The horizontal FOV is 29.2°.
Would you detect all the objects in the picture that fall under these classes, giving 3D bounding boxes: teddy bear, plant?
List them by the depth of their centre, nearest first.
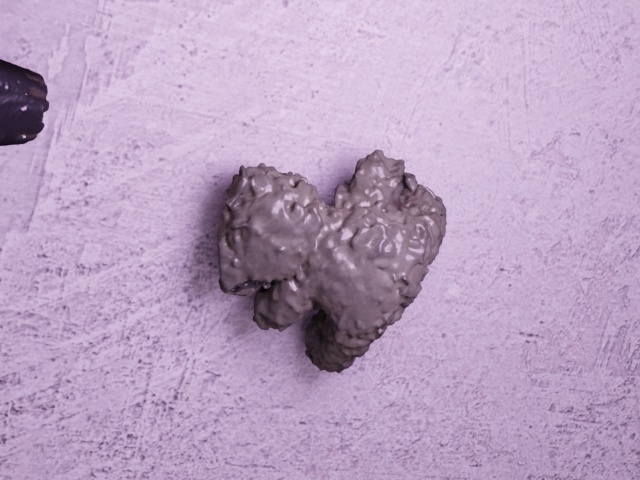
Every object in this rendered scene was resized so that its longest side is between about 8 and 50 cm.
[{"bbox_3d":[-0.491,-0.197,1.625,0.256,0.164,0.142,2,110,-43],"label":"plant"},{"bbox_3d":[0.000,0.000,1.941,0.367,0.224,0.357,34,92,-16],"label":"teddy bear"}]
